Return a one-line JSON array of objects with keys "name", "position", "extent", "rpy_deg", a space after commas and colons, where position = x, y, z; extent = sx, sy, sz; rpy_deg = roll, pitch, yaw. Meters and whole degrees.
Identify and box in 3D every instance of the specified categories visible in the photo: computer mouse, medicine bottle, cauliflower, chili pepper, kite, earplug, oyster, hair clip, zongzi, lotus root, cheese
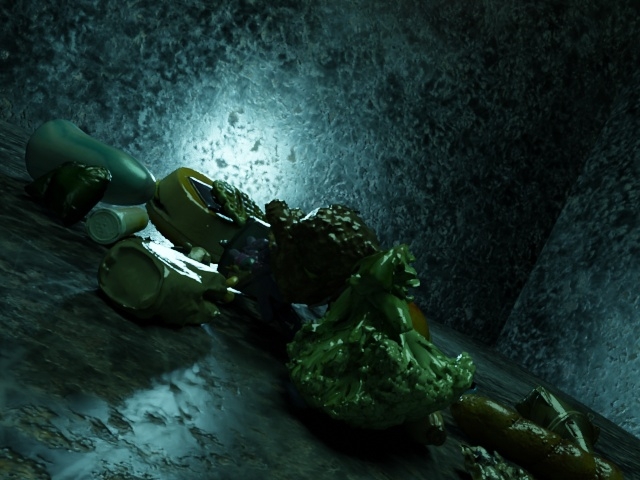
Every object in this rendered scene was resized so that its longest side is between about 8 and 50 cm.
[{"name": "computer mouse", "position": [-0.111, 0.064, 1.312], "extent": [0.122, 0.188, 0.371], "rpy_deg": [37, 7, 36]}, {"name": "medicine bottle", "position": [-0.439, -0.039, 1.151], "extent": [0.074, 0.074, 0.218], "rpy_deg": [26, 4, -6]}, {"name": "cauliflower", "position": [0.075, 0.124, 0.729], "extent": [0.272, 0.250, 0.275], "rpy_deg": [-5, 15, -37]}, {"name": "chili pepper", "position": [-0.555, -0.124, 1.158], "extent": [0.116, 0.148, 0.264], "rpy_deg": [48, -16, -26]}, {"name": "kite", "position": [-0.468, -0.018, 1.267], "extent": [0.241, 0.014, 0.183], "rpy_deg": [23, 3, -46]}, {"name": "earplug", "position": [-0.564, -0.182, 1.347], "extent": [0.324, 0.185, 0.185], "rpy_deg": [20, 0, 16]}, {"name": "oyster", "position": [0.266, 0.336, 0.727], "extent": [0.148, 0.051, 0.103], "rpy_deg": [36, 6, -16]}, {"name": "hair clip", "position": [-0.116, 0.076, 1.077], "extent": [0.278, 0.137, 0.090], "rpy_deg": [51, 0, 37]}, {"name": "zongzi", "position": [0.584, 0.464, 1.163], "extent": [0.247, 0.111, 0.241], "rpy_deg": [32, 17, -27]}, {"name": "lotus root", "position": [0.142, 0.266, 0.801], "extent": [0.073, 0.062, 0.150], "rpy_deg": [33, -1, -18]}, {"name": "cheese", "position": [-0.234, 0.066, 0.814], "extent": [0.175, 0.091, 0.202], "rpy_deg": [29, 3, 36]}]

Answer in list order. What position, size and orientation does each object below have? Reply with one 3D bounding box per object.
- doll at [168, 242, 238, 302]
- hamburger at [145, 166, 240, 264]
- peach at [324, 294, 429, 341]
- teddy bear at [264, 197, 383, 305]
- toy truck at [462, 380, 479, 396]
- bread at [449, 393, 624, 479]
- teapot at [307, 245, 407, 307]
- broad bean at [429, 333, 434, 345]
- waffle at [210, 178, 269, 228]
[{"name": "doll", "position": [-0.245, 0.060, 1.060], "extent": [0.179, 0.102, 0.089], "rpy_deg": [28, 40, 9]}, {"name": "hamburger", "position": [-0.335, -0.059, 1.434], "extent": [0.300, 0.176, 0.300], "rpy_deg": [42, 11, -10]}, {"name": "peach", "position": [0.090, 0.172, 0.968], "extent": [0.197, 0.197, 0.197], "rpy_deg": [26, 1, -1]}, {"name": "teddy bear", "position": [0.002, -0.006, 0.979], "extent": [0.246, 0.222, 0.296], "rpy_deg": [36, 27, -11]}, {"name": "toy truck", "position": [0.342, 0.358, 1.198], "extent": [0.136, 0.063, 0.074], "rpy_deg": [31, -15, 41]}, {"name": "bread", "position": [0.351, 0.355, 0.922], "extent": [0.344, 0.084, 0.124], "rpy_deg": [26, -21, 15]}, {"name": "teapot", "position": [0.114, 0.143, 1.586], "extent": [0.300, 0.253, 0.344], "rpy_deg": [-13, -3, 8]}, {"name": "broad bean", "position": [0.214, 0.273, 1.372], "extent": [0.228, 0.100, 0.169], "rpy_deg": [11, 1, -30]}, {"name": "waffle", "position": [-0.201, -0.077, 1.383], "extent": [0.214, 0.054, 0.208], "rpy_deg": [50, 14, 13]}]
